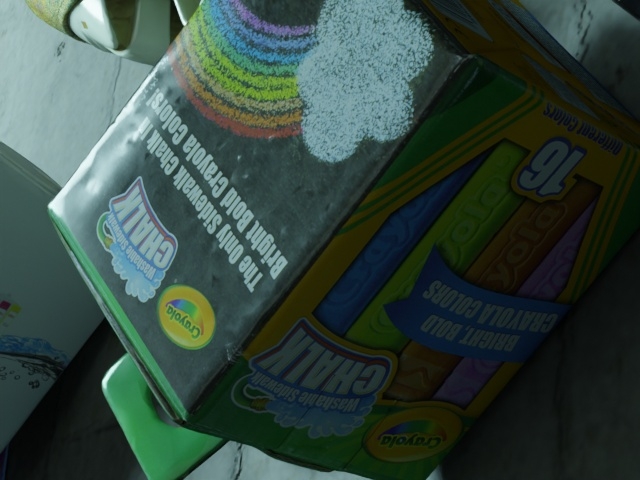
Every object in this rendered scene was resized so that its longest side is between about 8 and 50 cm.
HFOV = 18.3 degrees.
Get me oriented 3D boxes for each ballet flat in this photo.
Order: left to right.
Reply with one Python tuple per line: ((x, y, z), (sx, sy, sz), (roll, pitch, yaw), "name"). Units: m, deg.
((-0.102, -0.186, 1.382), (0.348, 0.123, 0.123), (-24, 50, 47), "ballet flat")

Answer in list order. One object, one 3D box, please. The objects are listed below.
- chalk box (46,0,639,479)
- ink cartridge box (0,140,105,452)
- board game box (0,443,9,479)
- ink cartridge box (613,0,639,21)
((0.000, 0.000, 1.002), (0.289, 0.179, 0.180), (-51, 47, 17), "chalk box")
((-0.277, 0.036, 1.391), (0.233, 0.168, 0.171), (-53, 33, -2), "ink cartridge box")
((-0.279, 0.184, 1.455), (0.133, 0.033, 0.169), (-29, 46, 43), "board game box")
((0.185, -0.201, 1.012), (0.165, 0.065, 0.333), (-56, 34, 13), "ink cartridge box")
